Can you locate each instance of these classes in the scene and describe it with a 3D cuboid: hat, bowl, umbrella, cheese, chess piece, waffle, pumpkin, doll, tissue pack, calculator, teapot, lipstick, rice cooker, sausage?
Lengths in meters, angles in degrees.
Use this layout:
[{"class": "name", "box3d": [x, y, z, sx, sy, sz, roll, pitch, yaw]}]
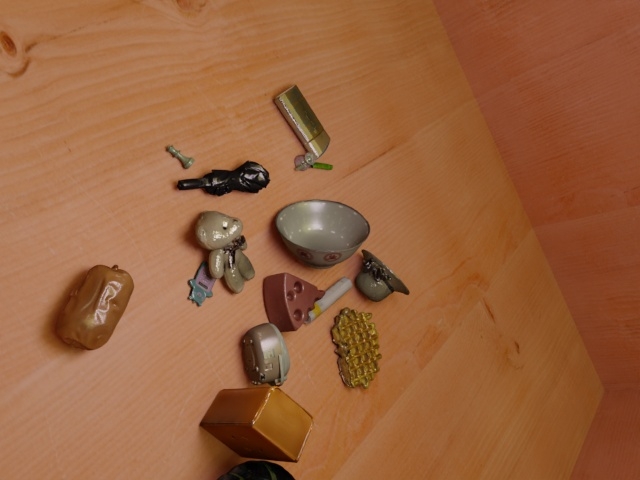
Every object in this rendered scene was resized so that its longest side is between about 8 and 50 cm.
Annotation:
[{"class": "hat", "box3d": [0.216, 0.168, 2.196, 0.130, 0.257, 0.257, -46, 113, -7]}, {"class": "bowl", "box3d": [0.000, 0.000, 2.008, 0.337, 0.337, 0.157, -33, 141, -43]}, {"class": "umbrella", "box3d": [-0.317, -0.199, 1.849, 0.340, 0.118, 0.118, -10, 85, -41]}, {"class": "cheese", "box3d": [-0.103, 0.229, 1.910, 0.203, 0.128, 0.177, 30, 60, -38]}, {"class": "chess piece", "box3d": [-0.452, -0.272, 1.784, 0.093, 0.042, 0.042, 39, 54, -22]}, {"class": "waffle", "box3d": [0.132, 0.403, 2.115, 0.283, 0.065, 0.309, 42, 50, -29]}, {"class": "pumpkin", "box3d": [-0.190, 0.786, 1.562, 0.323, 0.241, 0.323, 1, 89, -34]}, {"class": "doll", "box3d": [-0.289, 0.030, 1.788, 0.175, 0.149, 0.278, -103, 168, -64]}, {"class": "tissue pack", "box3d": [-0.188, 0.532, 1.630, 0.194, 0.275, 0.145, 46, 50, -25]}, {"class": "calculator", "box3d": [-0.370, 0.137, 1.753, 0.094, 0.019, 0.141, 40, 53, -31]}, {"class": "teapot", "box3d": [-0.062, -0.300, 2.138, 0.064, 0.064, 0.083, 50, 50, -19]}, {"class": "lipstick", "box3d": [0.024, 0.219, 2.070, 0.264, 0.059, 0.059, -34, 101, -43]}, {"class": "rice cooker", "box3d": [-0.176, 0.369, 1.782, 0.127, 0.145, 0.206, -4, 84, -31]}, {"class": "sausage", "box3d": [-0.589, 0.171, 1.468, 0.136, 0.120, 0.241, 50, 48, -36]}]

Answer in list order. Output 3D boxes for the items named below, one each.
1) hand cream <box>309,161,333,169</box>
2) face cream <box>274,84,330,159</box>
[{"class": "hand cream", "box3d": [-0.002, -0.299, 2.223, 0.122, 0.023, 0.036, 3, 55, -41]}, {"class": "face cream", "box3d": [-0.062, -0.463, 2.184, 0.285, 0.067, 0.139, 56, 49, -15]}]
